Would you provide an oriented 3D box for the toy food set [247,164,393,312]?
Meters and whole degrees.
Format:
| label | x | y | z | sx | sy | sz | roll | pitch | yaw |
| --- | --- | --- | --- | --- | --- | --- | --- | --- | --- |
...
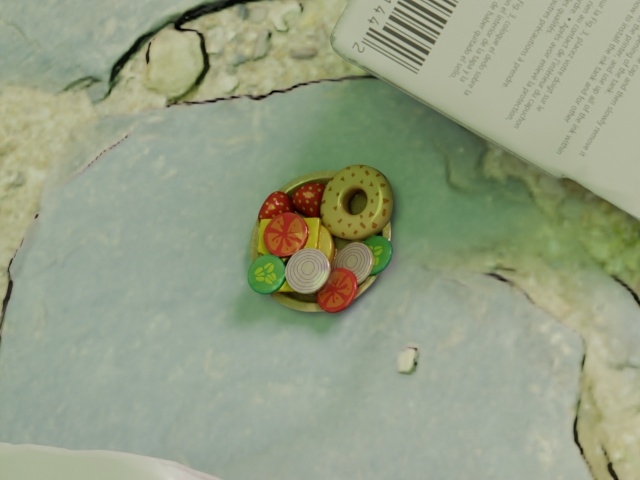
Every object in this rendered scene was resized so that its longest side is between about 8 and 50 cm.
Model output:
| label | x | y | z | sx | sy | sz | roll | pitch | yaw |
| --- | --- | --- | --- | --- | --- | --- | --- | --- | --- |
| toy food set | 0.000 | 0.000 | 0.893 | 0.083 | 0.020 | 0.082 | -2 | 71 | 20 |

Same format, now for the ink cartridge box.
| label | x | y | z | sx | sy | sz | roll | pitch | yaw |
| --- | --- | --- | --- | --- | --- | --- | --- | --- | --- |
| ink cartridge box | 0.187 | -0.158 | 0.799 | 0.261 | 0.066 | 0.296 | 31 | 107 | 3 |

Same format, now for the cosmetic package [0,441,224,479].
| label | x | y | z | sx | sy | sz | roll | pitch | yaw |
| --- | --- | --- | --- | --- | --- | --- | --- | --- | --- |
| cosmetic package | -0.151 | 0.294 | 0.665 | 0.329 | 0.327 | 0.393 | 2 | 72 | 26 |
